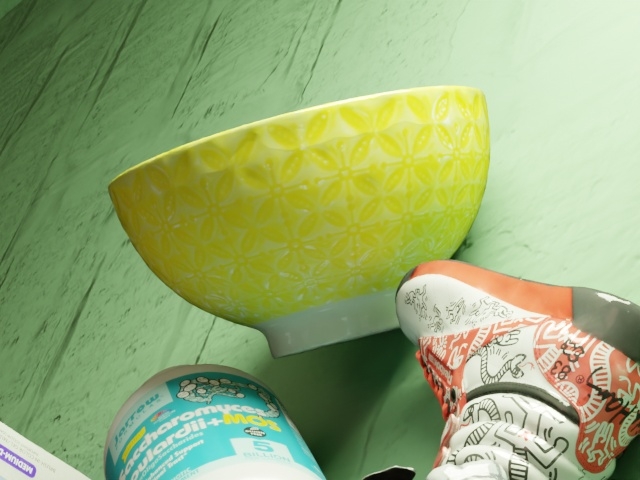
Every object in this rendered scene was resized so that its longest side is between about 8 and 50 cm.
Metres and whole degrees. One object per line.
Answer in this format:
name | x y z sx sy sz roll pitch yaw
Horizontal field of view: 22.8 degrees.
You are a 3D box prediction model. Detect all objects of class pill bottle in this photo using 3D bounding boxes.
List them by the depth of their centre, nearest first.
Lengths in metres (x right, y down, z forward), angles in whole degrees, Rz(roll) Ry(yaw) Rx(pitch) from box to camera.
pill bottle | -0.074 0.179 1.122 0.146 0.146 0.264 -51 23 5

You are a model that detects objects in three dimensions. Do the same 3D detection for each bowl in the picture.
bowl | 0.000 0.000 1.183 0.289 0.289 0.156 -19 83 53

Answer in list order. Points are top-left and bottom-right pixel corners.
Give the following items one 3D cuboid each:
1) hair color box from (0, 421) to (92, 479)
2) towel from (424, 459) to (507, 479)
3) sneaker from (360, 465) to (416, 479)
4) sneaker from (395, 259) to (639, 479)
hair color box | -0.329 0.314 1.362 0.110 0.185 0.339 -32 31 38
towel | 0.076 0.267 0.679 0.235 0.121 0.284 -115 42 -66
sneaker | 0.017 0.224 0.988 0.051 0.089 0.170 -120 30 -73
sneaker | 0.096 0.098 0.990 0.145 0.090 0.270 -56 26 -14
